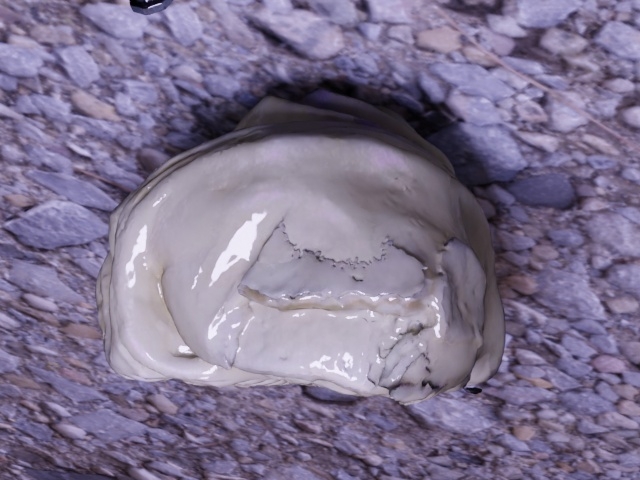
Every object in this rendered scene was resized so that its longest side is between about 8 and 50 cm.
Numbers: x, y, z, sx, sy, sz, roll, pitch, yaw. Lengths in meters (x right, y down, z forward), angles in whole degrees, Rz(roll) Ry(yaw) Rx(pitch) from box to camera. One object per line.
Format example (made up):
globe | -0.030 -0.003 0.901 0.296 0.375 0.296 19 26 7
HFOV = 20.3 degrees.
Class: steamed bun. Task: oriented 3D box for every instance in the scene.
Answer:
steamed bun | 0.000 0.000 1.418 0.346 0.237 0.394 2 179 -31

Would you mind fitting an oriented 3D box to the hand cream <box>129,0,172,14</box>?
hand cream | -0.155 -0.253 1.240 0.080 0.050 0.234 0 140 22
